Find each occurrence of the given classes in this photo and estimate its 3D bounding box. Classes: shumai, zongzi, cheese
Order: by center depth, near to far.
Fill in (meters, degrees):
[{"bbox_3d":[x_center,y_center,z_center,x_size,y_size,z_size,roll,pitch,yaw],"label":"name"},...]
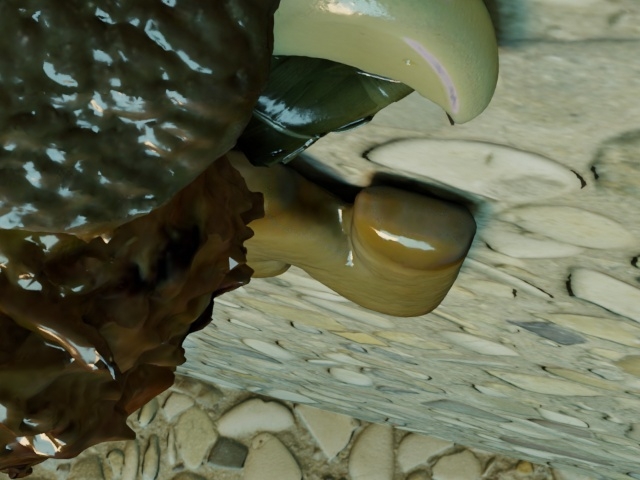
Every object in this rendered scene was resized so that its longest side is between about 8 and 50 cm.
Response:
[{"bbox_3d":[-0.110,-0.111,0.517,0.166,0.206,0.175,25,-174,-24],"label":"shumai"},{"bbox_3d":[0.023,-0.118,0.570,0.127,0.050,0.235,16,168,7],"label":"cheese"},{"bbox_3d":[-0.028,-0.115,0.698,0.130,0.062,0.154,-19,131,33],"label":"zongzi"}]

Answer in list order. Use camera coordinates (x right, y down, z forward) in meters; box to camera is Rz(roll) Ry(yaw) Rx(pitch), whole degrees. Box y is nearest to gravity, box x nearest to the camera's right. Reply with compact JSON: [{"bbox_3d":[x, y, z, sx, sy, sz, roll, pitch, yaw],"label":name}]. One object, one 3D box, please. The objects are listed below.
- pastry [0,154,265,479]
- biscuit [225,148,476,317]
[{"bbox_3d":[-0.209,-0.016,0.732,0.337,0.292,0.405,31,163,13],"label":"pastry"},{"bbox_3d":[0.000,0.000,1.074,0.236,0.062,0.291,15,168,2],"label":"biscuit"}]
